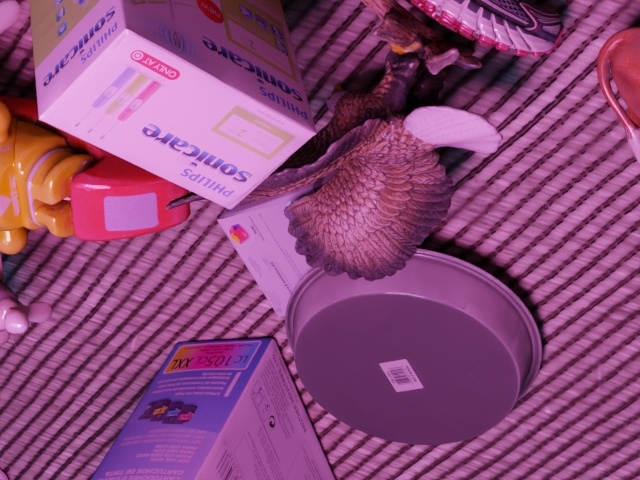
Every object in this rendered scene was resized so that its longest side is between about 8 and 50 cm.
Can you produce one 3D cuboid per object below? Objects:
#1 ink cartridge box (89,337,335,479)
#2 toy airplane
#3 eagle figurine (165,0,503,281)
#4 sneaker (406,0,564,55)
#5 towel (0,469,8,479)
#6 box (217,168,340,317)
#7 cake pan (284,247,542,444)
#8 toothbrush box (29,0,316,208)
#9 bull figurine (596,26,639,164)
[{"bbox_3d":[-0.136,0.333,1.545,0.151,0.395,0.270,-8,120,25],"label":"ink cartridge box"},{"bbox_3d":[-0.376,-0.083,1.419,0.384,0.272,0.386,-31,109,34],"label":"toy airplane"},{"bbox_3d":[0.027,-0.085,1.309,0.226,0.225,0.298,37,103,3],"label":"eagle figurine"},{"bbox_3d":[0.103,-0.269,1.221,0.299,0.121,0.112,33,98,-14],"label":"sneaker"},{"bbox_3d":[-0.586,0.365,1.963,0.209,0.034,0.285,33,130,-7],"label":"towel"},{"bbox_3d":[0.000,0.000,1.490,0.186,0.038,0.145,-19,115,29],"label":"box"},{"bbox_3d":[0.098,0.130,1.506,0.293,0.054,0.293,8,135,8],"label":"cake pan"},{"bbox_3d":[-0.139,-0.196,1.185,0.206,0.283,0.122,26,127,-38],"label":"toothbrush box"},{"bbox_3d":[0.409,-0.138,1.205,0.310,0.101,0.188,-1,125,20],"label":"bull figurine"}]
